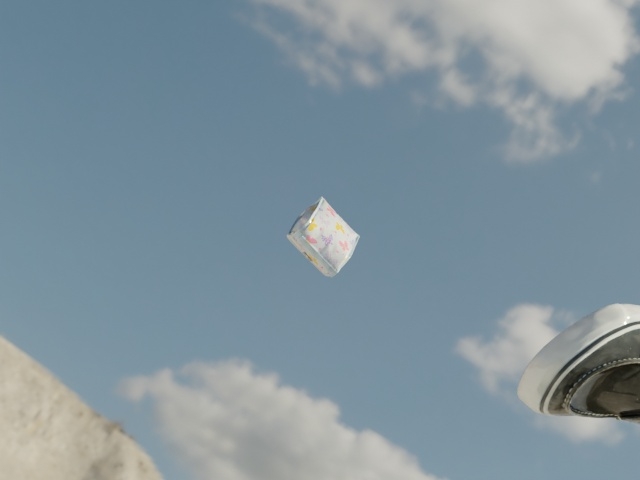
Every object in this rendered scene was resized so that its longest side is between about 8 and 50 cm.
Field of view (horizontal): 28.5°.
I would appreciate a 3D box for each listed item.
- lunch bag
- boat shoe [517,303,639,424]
[{"bbox_3d":[0.000,0.000,1.461,0.053,0.083,0.071,-40,-78,25],"label":"lunch bag"},{"bbox_3d":[0.356,0.141,1.327,0.119,0.335,0.121,49,-48,38],"label":"boat shoe"}]
